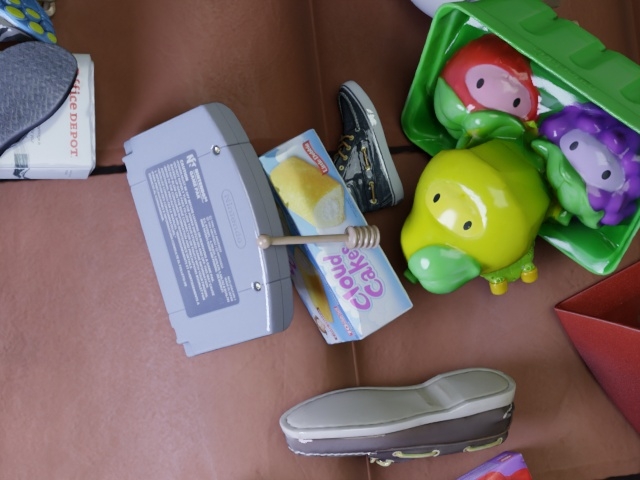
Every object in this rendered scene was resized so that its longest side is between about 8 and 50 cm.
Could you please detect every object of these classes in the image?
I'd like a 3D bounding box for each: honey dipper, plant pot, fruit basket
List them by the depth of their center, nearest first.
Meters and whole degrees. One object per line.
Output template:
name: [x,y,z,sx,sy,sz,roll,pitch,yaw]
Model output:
honey dipper: [-0.003,-0.002,1.483,0.160,0.030,0.030,-2,84,-28]
fruit basket: [0.248,-0.105,1.577,0.392,0.283,0.392,7,49,-8]
plant pot: [0.530,0.158,1.680,0.267,0.267,0.236,-25,103,-17]

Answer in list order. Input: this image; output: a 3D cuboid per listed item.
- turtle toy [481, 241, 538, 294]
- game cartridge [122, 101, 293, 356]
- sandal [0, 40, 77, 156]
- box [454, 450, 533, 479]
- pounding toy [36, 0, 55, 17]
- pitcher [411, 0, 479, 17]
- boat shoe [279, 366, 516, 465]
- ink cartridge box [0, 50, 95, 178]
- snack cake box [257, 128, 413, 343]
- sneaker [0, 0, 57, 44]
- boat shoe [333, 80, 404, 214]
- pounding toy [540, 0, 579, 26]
turtle toy: [0.241,0.023,1.702,0.130,0.066,0.095,-20,113,-14]
game cartridge: [-0.139,-0.013,1.541,0.062,0.198,0.297,-14,87,-55]
sandal: [-0.396,-0.141,1.470,0.097,0.054,0.254,43,85,1]
box: [0.185,0.441,1.643,0.293,0.057,0.201,-26,91,-17]
pounding toy: [-0.460,-0.333,1.506,0.269,0.155,0.154,5,81,-15]
pitcher: [0.173,-0.429,1.690,0.177,0.125,0.207,-28,87,27]
boat shoe: [0.106,0.248,1.618,0.324,0.116,0.097,-9,114,-17]
ink cartridge box: [-0.393,-0.156,1.539,0.208,0.087,0.153,0,83,-14]
snack cake box: [0.000,0.000,1.595,0.089,0.152,0.264,-30,91,-19]
sneaker: [-0.412,-0.270,1.485,0.188,0.078,0.067,11,48,-33]
boat shoe: [0.045,-0.124,1.667,0.083,0.065,0.183,-22,89,-16]
pounding toy: [0.293,-0.359,1.720,0.094,0.181,0.206,-13,67,-5]
